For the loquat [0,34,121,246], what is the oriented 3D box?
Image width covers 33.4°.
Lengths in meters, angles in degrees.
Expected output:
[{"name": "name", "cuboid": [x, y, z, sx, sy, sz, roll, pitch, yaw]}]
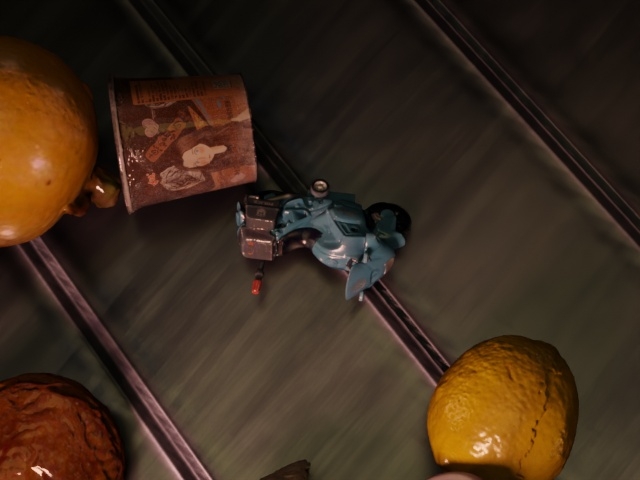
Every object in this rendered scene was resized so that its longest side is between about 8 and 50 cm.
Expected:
[{"name": "loquat", "cuboid": [-0.462, -0.136, 1.585, 0.359, 0.328, 0.328, 22, 71, -21]}]

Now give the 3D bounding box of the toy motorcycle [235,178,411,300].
[{"name": "toy motorcycle", "cuboid": [0.000, 0.000, 1.622, 0.272, 0.124, 0.182, 6, 50, 2]}]

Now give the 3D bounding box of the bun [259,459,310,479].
[{"name": "bun", "cuboid": [-0.015, 0.439, 1.422, 0.281, 0.205, 0.282, -1, 73, 3]}]

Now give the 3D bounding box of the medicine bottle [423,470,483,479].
[{"name": "medicine bottle", "cuboid": [0.200, 0.439, 1.388, 0.152, 0.152, 0.255, -32, 110, -8]}]

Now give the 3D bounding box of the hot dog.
[{"name": "hot dog", "cuboid": [-0.428, 0.375, 1.483, 0.266, 0.174, 0.388, 15, 63, 5]}]

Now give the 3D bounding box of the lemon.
[{"name": "lemon", "cuboid": [0.253, 0.246, 1.481, 0.204, 0.204, 0.260, 28, 71, 11]}]

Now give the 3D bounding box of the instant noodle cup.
[{"name": "instant noodle cup", "cuboid": [-0.210, -0.159, 1.636, 0.207, 0.217, 0.218, -9, 71, -8]}]
